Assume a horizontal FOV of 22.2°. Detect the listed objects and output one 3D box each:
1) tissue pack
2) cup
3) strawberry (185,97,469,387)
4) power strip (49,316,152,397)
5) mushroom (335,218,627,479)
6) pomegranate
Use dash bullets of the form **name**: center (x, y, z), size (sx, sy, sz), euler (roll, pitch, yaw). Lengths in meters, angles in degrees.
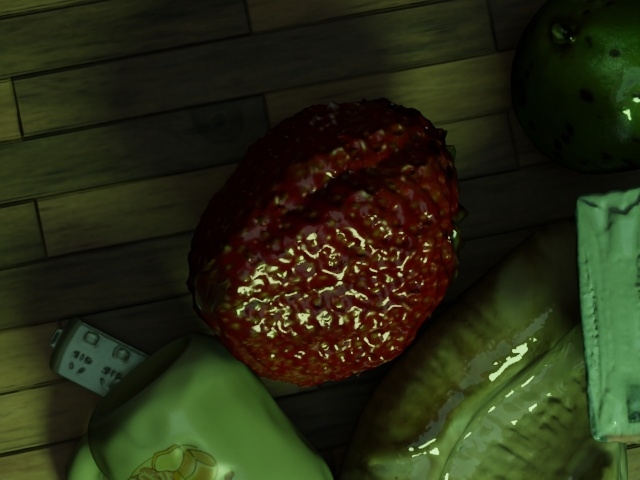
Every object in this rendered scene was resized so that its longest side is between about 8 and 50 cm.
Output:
- **tissue pack**: center (0.329, 0.074, 1.565), size (0.103, 0.316, 0.228), euler (-4, 85, 23)
- **cup**: center (-0.129, 0.215, 1.602), size (0.173, 0.255, 0.202), euler (-44, 101, -31)
- **strawberry**: center (0.000, 0.000, 1.552), size (0.288, 0.238, 0.250), euler (-17, 63, -39)
- **power strip**: center (-0.161, 0.156, 1.669), size (0.253, 0.027, 0.060), euler (27, 89, -6)
- **mushroom**: center (0.167, 0.179, 1.638), size (0.314, 0.224, 0.397), euler (1, 79, 14)
- **pomegranate**: center (0.306, -0.153, 1.637), size (0.263, 0.211, 0.211), euler (37, 87, -40)
